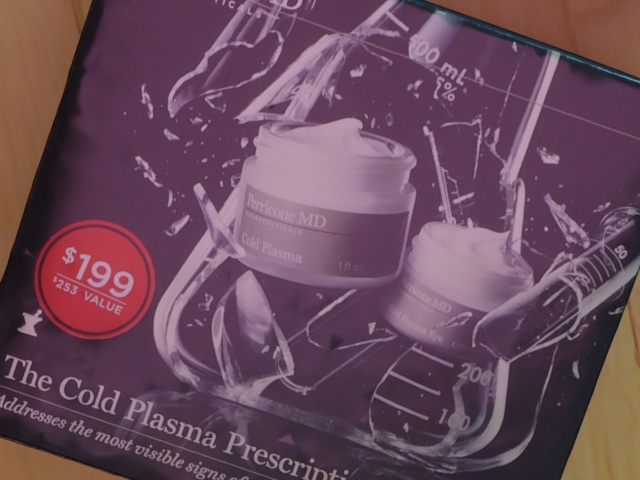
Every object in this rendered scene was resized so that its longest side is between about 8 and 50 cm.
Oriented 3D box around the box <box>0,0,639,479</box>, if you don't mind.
[{"bbox_3d":[0.000,0.000,1.146,0.343,0.179,0.313,18,97,-4],"label":"box"}]
